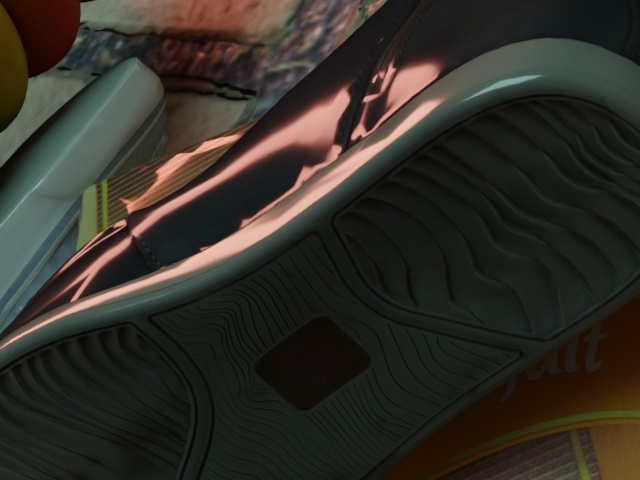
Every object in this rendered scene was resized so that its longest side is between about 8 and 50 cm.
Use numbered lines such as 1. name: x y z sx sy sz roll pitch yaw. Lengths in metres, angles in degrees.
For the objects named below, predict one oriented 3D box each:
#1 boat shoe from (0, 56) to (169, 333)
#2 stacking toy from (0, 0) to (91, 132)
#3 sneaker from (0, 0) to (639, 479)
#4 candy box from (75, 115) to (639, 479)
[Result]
1. boat shoe: -0.109 0.039 0.611 0.079 0.081 0.227 -9 46 59
2. stacking toy: -0.162 -0.058 0.607 0.141 0.141 0.330 7 48 43
3. sneaker: 0.000 0.000 0.428 0.222 0.083 0.118 -29 24 29
4. candy box: 0.067 0.028 0.461 0.316 0.087 0.183 -20 46 28
